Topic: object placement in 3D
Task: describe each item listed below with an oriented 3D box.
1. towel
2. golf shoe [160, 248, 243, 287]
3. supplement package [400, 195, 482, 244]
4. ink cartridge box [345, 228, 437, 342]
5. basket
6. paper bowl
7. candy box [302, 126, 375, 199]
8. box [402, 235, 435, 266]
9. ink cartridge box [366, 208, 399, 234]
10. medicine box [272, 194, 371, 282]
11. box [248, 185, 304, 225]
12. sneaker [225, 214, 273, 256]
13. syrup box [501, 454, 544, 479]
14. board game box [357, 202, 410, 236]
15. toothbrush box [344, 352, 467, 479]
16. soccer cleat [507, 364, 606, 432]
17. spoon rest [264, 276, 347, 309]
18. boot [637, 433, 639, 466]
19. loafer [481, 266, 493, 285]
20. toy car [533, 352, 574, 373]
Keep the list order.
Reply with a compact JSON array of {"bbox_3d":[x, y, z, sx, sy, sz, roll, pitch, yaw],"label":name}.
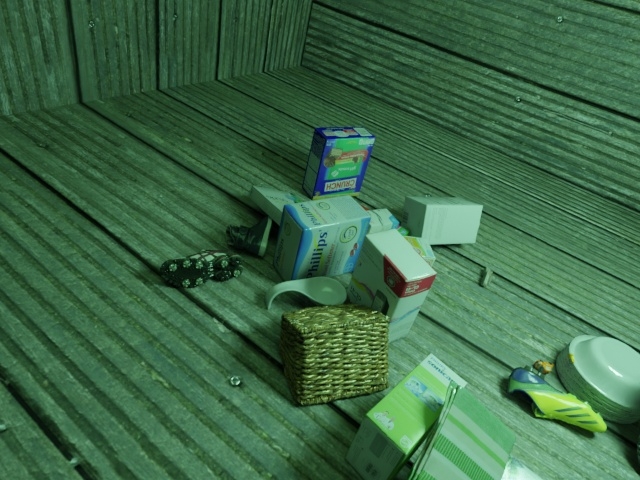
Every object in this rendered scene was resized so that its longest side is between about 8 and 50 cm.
[{"bbox_3d":[0.299,0.515,0.926,0.248,0.038,0.325,44,64,-16],"label":"towel"},{"bbox_3d":[-0.400,0.086,1.411,0.272,0.105,0.120,-2,24,-31],"label":"golf shoe"},{"bbox_3d":[0.528,-0.091,1.855,0.292,0.178,0.175,-1,18,-21],"label":"supplement package"},{"bbox_3d":[0.211,0.151,1.347,0.131,0.306,0.226,-11,43,-30],"label":"ink cartridge box"},{"bbox_3d":[0.033,0.321,1.244,0.299,0.223,0.213,-4,7,-24],"label":"basket"},{"bbox_3d":[0.948,0.433,1.379,0.284,0.148,0.284,11,37,-8],"label":"paper bowl"},{"bbox_3d":[0.080,-0.356,1.956,0.268,0.317,0.122,-10,45,-28],"label":"candy box"},{"bbox_3d":[0.325,0.098,1.544,0.103,0.203,0.114,7,37,-11],"label":"box"},{"bbox_3d":[0.220,-0.072,1.739,0.180,0.060,0.104,-8,43,-28],"label":"ink cartridge box"},{"bbox_3d":[0.000,0.000,1.505,0.289,0.264,0.149,-13,44,-32],"label":"medicine box"},{"bbox_3d":[-0.118,-0.117,1.709,0.232,0.059,0.322,5,28,-44],"label":"box"},{"bbox_3d":[-0.272,-0.043,1.614,0.163,0.086,0.226,14,37,-6],"label":"sneaker"},{"bbox_3d":[0.427,0.577,1.044,0.236,0.096,0.093,34,42,23],"label":"syrup box"},{"bbox_3d":[0.188,-0.043,1.797,0.316,0.064,0.242,30,39,19],"label":"board game box"},{"bbox_3d":[0.213,0.447,1.046,0.122,0.206,0.283,37,41,27],"label":"toothbrush box"},{"bbox_3d":[0.705,0.501,1.274,0.289,0.093,0.121,32,70,15],"label":"soccer cleat"},{"bbox_3d":[-0.043,0.175,1.402,0.276,0.084,0.137,-3,40,-17],"label":"spoon rest"},{"bbox_3d":[1.116,0.525,1.285,0.445,0.367,0.146,11,4,-45],"label":"boot"},{"bbox_3d":[0.694,0.152,1.742,0.039,0.045,0.125,29,35,8],"label":"loafer"},{"bbox_3d":[0.767,0.405,1.384,0.060,0.122,0.041,28,42,-13],"label":"toy car"}]
